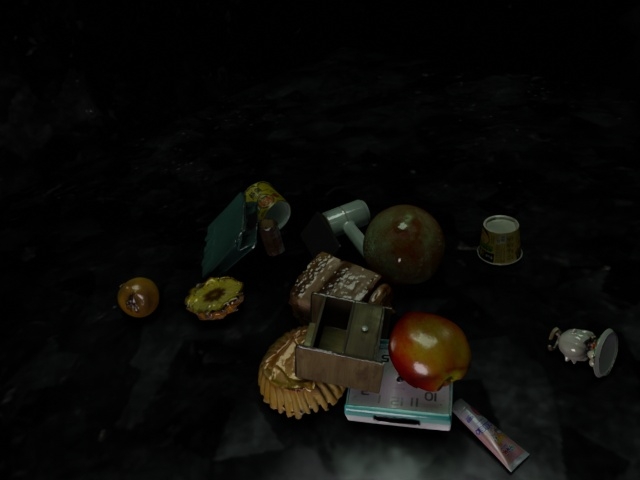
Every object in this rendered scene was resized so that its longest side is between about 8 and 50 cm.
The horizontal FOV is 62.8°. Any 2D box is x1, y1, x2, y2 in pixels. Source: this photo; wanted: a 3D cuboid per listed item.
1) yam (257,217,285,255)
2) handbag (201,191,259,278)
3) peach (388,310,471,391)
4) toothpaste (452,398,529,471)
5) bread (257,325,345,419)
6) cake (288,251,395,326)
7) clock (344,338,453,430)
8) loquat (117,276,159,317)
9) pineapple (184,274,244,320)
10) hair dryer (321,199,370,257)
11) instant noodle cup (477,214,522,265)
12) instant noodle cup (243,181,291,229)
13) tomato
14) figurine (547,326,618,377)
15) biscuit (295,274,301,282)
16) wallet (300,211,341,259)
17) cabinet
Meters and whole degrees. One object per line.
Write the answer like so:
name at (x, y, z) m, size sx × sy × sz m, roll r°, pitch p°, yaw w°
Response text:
yam at (-0.184, -0.012, 1.959) m, size 0.079 × 0.141 × 0.079 m, roll -8°, pitch 37°, yaw 6°
handbag at (-0.323, -0.011, 1.924) m, size 0.274 × 0.100 × 0.269 m, roll -43°, pitch 34°, yaw 30°
peach at (0.252, 0.261, 1.258) m, size 0.197 × 0.197 × 0.197 m, roll -7°, pitch 36°, yaw 5°
toothpaste at (0.398, 0.460, 1.256) m, size 0.067 × 0.043 × 0.194 m, roll -28°, pitch 45°, yaw -25°
bread at (-0.044, 0.342, 1.437) m, size 0.274 × 0.149 × 0.274 m, roll -4°, pitch 43°, yaw 4°
cake at (0.078, 0.191, 1.566) m, size 0.293 × 0.196 × 0.199 m, roll 21°, pitch 56°, yaw 29°
clock at (0.211, 0.378, 1.363) m, size 0.262 × 0.116 × 0.231 m, roll 0°, pitch 42°, yaw 16°
loquat at (-0.617, 0.190, 1.785) m, size 0.141 × 0.141 × 0.141 m, roll -7°, pitch 36°, yaw 5°
pineapple at (-0.350, 0.200, 1.764) m, size 0.224 × 0.076 × 0.225 m, roll -8°, pitch 33°, yaw 5°
hair dryer at (0.149, -0.007, 1.930) m, size 0.173 × 0.108 × 0.357 m, roll -22°, pitch 46°, yaw -12°
instant noodle cup at (0.608, -0.005, 1.768) m, size 0.151 × 0.122 × 0.151 m, roll -5°, pitch 35°, yaw 3°
instant noodle cup at (-0.214, -0.127, 2.109) m, size 0.182 × 0.182 × 0.144 m, roll -33°, pitch 50°, yaw -28°
tomato at (0.271, 0.009, 1.714) m, size 0.270 × 0.223 × 0.270 m, roll -2°, pitch 61°, yaw 4°
figurine at (0.679, 0.277, 1.382) m, size 0.132 × 0.132 × 0.153 m, roll -36°, pitch 30°, yaw -31°
biscuit at (-0.040, 0.158, 1.793) m, size 0.119 × 0.019 × 0.130 m, roll -23°, pitch 38°, yaw -16°
wallet at (0.000, 0.000, 1.931) m, size 0.124 × 0.025 × 0.244 m, roll -54°, pitch 35°, yaw 17°
cabinet at (0.061, 0.251, 1.313) m, size 0.215 × 0.148 × 0.175 m, roll 10°, pitch 47°, yaw 7°
